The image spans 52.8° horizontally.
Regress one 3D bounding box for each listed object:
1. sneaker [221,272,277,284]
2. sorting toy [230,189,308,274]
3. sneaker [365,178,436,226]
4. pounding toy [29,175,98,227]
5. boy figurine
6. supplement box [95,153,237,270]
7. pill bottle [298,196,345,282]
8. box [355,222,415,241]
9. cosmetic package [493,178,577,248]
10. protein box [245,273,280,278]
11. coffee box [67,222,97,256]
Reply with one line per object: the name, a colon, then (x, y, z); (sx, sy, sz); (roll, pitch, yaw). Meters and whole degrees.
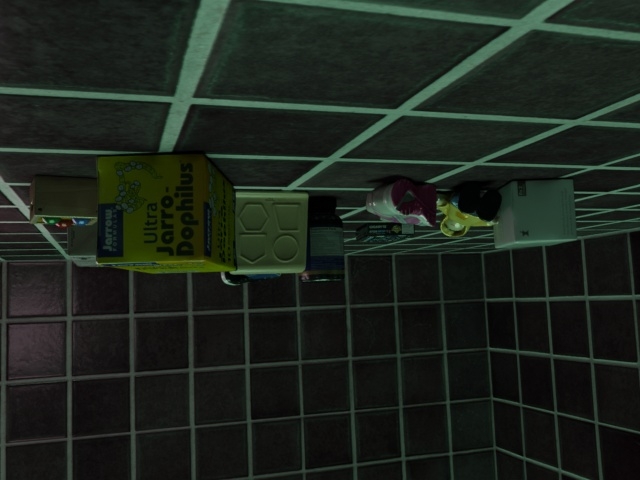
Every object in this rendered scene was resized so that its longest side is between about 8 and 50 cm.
sneaker: (-0.209, 0.093, 2.072); (0.121, 0.079, 0.217); (-14, 174, 33)
sorting toy: (-0.127, -0.020, 1.568); (0.193, 0.208, 0.038); (0, -168, -20)
sneaker: (0.196, -0.090, 1.530); (0.111, 0.102, 0.252); (-1, 170, 37)
pounding toy: (-0.507, -0.071, 1.377); (0.206, 0.094, 0.181); (1, 174, -29)
boy figurine: (0.362, -0.076, 1.653); (0.177, 0.092, 0.285); (21, 170, -1)
supplement box: (-0.287, -0.039, 1.280); (0.196, 0.194, 0.356); (-2, 175, 2)
pill bottle: (0.000, 0.000, 1.689); (0.123, 0.219, 0.123); (-2, 174, 0)
box: (0.237, -0.028, 2.392); (0.175, 0.051, 0.220); (-2, 175, -8)
cosmetic package: (0.527, -0.063, 1.607); (0.152, 0.151, 0.183); (-3, 176, -1)
protein box: (-0.201, -0.001, 1.682); (0.200, 0.135, 0.201); (27, 164, -20)
coffee box: (-0.593, -0.013, 1.671); (0.098, 0.141, 0.246); (-1, 173, -16)
